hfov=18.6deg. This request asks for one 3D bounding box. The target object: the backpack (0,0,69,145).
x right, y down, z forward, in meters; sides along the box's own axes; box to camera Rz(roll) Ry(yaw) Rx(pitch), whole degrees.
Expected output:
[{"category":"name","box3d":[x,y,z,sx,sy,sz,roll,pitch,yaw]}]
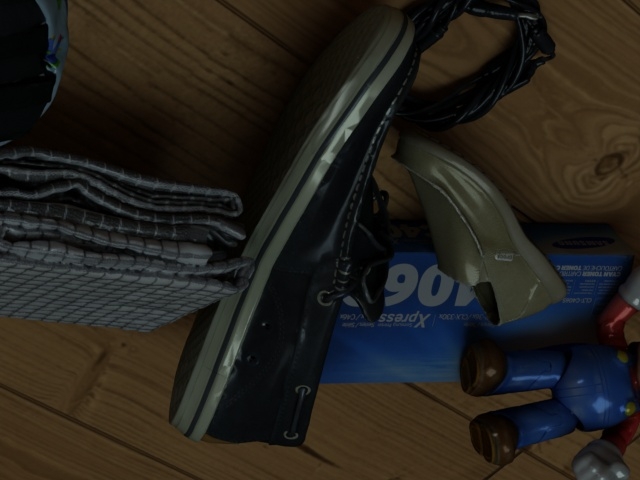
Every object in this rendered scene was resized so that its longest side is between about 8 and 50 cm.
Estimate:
[{"category":"backpack","box3d":[-0.380,-0.192,1.581,0.355,0.273,0.290,9,130,1]}]

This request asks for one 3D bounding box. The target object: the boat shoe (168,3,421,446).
[{"category":"boat shoe","box3d":[0.000,0.000,1.895,0.156,0.187,0.500,19,116,-9]}]

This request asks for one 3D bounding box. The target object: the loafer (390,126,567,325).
[{"category":"loafer","box3d":[0.151,-0.005,1.972,0.092,0.102,0.268,-45,119,-5]}]

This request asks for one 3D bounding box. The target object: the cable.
[{"category":"cable","box3d":[0.135,-0.181,1.909,0.184,0.047,0.150,-26,137,6]}]

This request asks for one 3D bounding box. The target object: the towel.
[{"category":"towel","box3d":[-0.228,-0.003,1.826,0.283,0.121,0.235,7,165,-26]}]

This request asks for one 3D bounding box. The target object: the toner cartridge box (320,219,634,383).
[{"category":"toner cartridge box","box3d":[0.156,0.066,2.113,0.347,0.075,0.165,0,120,-21]}]

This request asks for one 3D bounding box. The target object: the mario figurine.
[{"category":"mario figurine","box3d":[0.320,0.142,2.075,0.320,0.170,0.198,-10,120,-14]}]
